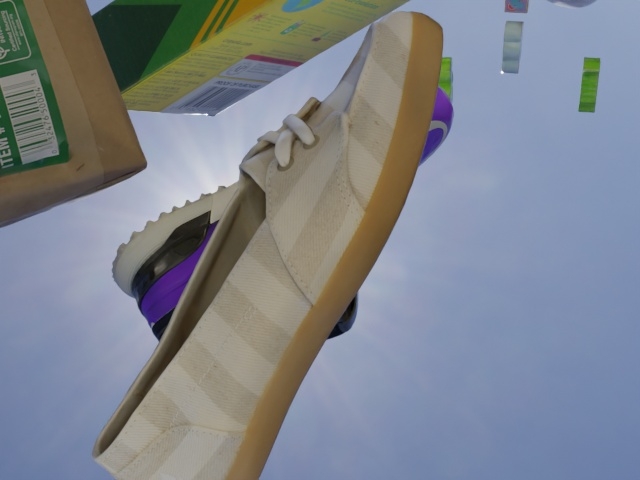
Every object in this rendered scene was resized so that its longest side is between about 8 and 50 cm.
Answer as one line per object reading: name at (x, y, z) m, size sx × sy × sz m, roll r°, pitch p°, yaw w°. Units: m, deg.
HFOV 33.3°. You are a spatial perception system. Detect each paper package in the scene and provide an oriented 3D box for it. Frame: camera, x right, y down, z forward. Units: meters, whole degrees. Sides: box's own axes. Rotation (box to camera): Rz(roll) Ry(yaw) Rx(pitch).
paper package at (-0.275, -0.155, 0.675) m, size 0.168 × 0.309 × 0.325 m, roll -21°, pitch -84°, yaw -24°

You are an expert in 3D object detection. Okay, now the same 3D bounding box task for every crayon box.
crayon box at (-0.036, -0.217, 0.947) m, size 0.202 × 0.318 × 0.081 m, roll -9°, pitch -105°, yaw -64°

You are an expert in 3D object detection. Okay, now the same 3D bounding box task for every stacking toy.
stacking toy at (0.192, -0.225, 1.044) m, size 0.167 × 0.221 × 0.052 m, roll 4°, pitch -148°, yaw 13°

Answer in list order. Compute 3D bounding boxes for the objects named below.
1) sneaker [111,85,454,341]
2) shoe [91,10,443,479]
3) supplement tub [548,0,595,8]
sneaker at (0.000, 0.001, 0.812) m, size 0.146 × 0.293 × 0.102 m, roll 53°, pitch 175°, yaw 30°
shoe at (-0.018, 0.004, 0.413) m, size 0.058 × 0.219 × 0.076 m, roll 26°, pitch 179°, yaw -13°
supplement tub at (0.189, -0.321, 0.746) m, size 0.191 × 0.272 × 0.191 m, roll 30°, pitch -160°, yaw -12°
